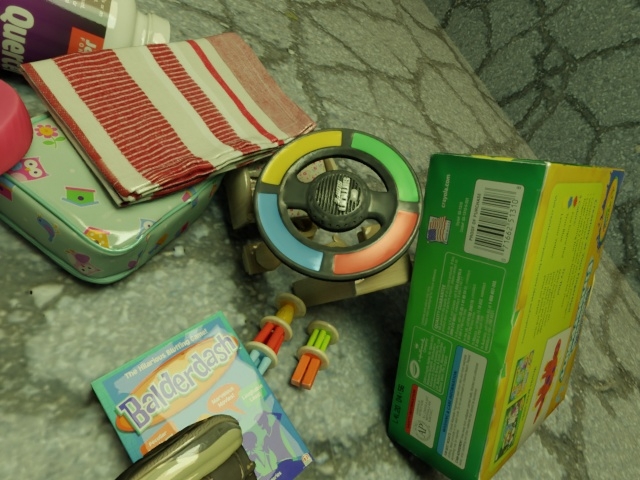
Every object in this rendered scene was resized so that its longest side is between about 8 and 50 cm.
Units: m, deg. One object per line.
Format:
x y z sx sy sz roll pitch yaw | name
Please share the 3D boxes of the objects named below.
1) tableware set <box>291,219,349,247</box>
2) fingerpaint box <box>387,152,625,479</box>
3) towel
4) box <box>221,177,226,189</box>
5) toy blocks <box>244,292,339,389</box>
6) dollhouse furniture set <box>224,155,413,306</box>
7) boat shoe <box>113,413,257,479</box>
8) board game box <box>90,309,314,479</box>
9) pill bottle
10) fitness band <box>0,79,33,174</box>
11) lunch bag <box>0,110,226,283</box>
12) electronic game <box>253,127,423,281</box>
0.000 0.000 0.782 0.194 0.039 0.128 42 41 -4 | tableware set
0.304 0.093 0.677 0.371 0.444 0.163 -8 19 -43 | fingerpaint box
-0.185 -0.195 0.586 0.329 0.037 0.237 -32 77 -39 | towel
-0.115 -0.173 0.753 0.184 0.045 0.190 -35 100 -31 | box
-0.046 0.165 0.600 0.123 0.054 0.148 41 42 -9 | toy blocks
0.023 -0.085 0.683 0.303 0.174 0.355 -7 81 -35 | dollhouse furniture set
-0.185 0.282 0.302 0.355 0.132 0.130 -30 82 -32 | boat shoe
-0.130 0.209 0.472 0.160 0.047 0.210 -29 77 -34 | board game box
-0.400 -0.325 0.603 0.323 0.181 0.181 10 52 -34 | pill bottle
-0.444 -0.127 0.428 0.291 0.054 0.209 29 50 20 | fitness band
-0.278 -0.093 0.573 0.224 0.108 0.279 37 40 -5 | lunch bag
0.023 -0.055 0.563 0.229 0.048 0.229 0 68 0 | electronic game
